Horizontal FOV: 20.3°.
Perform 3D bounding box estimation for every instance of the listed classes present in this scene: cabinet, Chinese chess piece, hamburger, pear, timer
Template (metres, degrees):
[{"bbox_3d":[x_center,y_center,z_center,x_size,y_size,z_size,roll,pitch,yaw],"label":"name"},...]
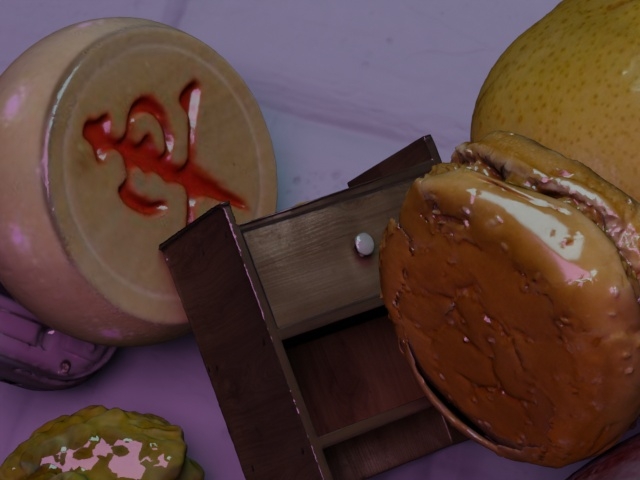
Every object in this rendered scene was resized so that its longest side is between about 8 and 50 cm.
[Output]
[{"bbox_3d":[0.018,0.061,1.264,0.174,0.148,0.215,-18,84,-25],"label":"cabinet"},{"bbox_3d":[-0.144,-0.045,1.350,0.097,0.251,0.251,-8,66,46],"label":"Chinese chess piece"},{"bbox_3d":[0.133,0.042,1.126,0.108,0.214,0.214,-32,63,-35],"label":"hamburger"},{"bbox_3d":[0.267,-0.048,1.236,0.314,0.314,0.314,-4,71,12],"label":"pear"},{"bbox_3d":[-0.225,0.006,1.384,0.069,0.190,0.208,-5,70,45],"label":"timer"}]

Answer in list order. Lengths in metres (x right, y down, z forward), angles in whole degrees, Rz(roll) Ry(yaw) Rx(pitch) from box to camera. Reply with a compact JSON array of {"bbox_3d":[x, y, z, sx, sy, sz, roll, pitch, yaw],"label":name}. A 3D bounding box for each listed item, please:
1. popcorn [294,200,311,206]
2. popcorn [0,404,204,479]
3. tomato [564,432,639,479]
[{"bbox_3d":[0.000,0.000,1.390,0.084,0.084,0.084,-4,71,12],"label":"popcorn"},{"bbox_3d":[-0.159,0.209,1.336,0.173,0.142,0.173,2,52,-3],"label":"popcorn"},{"bbox_3d":[0.257,0.264,1.115,0.282,0.317,0.317,-6,70,-7],"label":"tomato"}]
